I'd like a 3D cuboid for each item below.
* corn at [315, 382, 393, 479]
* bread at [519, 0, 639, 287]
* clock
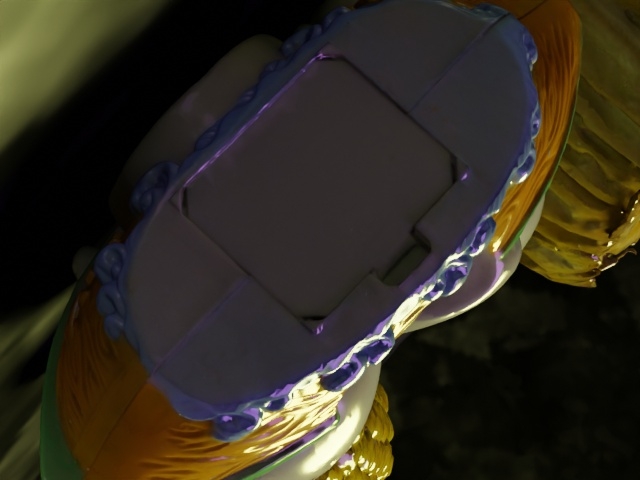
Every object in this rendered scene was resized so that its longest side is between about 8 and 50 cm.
[{"bbox_3d":[-0.021,0.097,0.983,0.119,0.119,0.322,-47,170,-5],"label":"corn"},{"bbox_3d":[0.159,-0.096,0.908,0.227,0.142,0.253,-46,176,-25],"label":"bread"},{"bbox_3d":[0.000,0.000,0.598,0.231,0.103,0.144,-44,174,-15],"label":"clock"}]
